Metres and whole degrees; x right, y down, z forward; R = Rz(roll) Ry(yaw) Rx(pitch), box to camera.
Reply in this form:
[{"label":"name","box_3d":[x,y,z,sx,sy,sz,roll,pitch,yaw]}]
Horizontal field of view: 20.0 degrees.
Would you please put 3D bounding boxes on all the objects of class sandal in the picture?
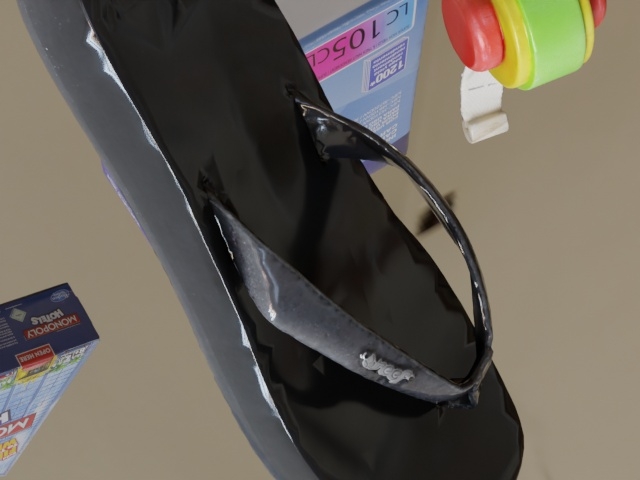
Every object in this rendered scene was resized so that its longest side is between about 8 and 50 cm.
[{"label":"sandal","box_3d":[-0.001,0.000,0.530,0.254,0.054,0.097,56,-136,-32]}]

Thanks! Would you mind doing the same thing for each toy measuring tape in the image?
[{"label":"toy measuring tape","box_3d":[0.152,-0.139,1.385,0.121,0.330,0.121,-1,-119,1]}]

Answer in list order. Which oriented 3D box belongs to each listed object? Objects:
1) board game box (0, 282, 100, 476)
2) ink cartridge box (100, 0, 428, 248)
[{"label":"board game box","box_3d":[-0.285,0.133,1.405,0.194,0.194,0.060,-19,-116,-30]},{"label":"ink cartridge box","box_3d":[-0.059,-0.127,1.618,0.270,0.395,0.151,-29,-108,-12]}]
